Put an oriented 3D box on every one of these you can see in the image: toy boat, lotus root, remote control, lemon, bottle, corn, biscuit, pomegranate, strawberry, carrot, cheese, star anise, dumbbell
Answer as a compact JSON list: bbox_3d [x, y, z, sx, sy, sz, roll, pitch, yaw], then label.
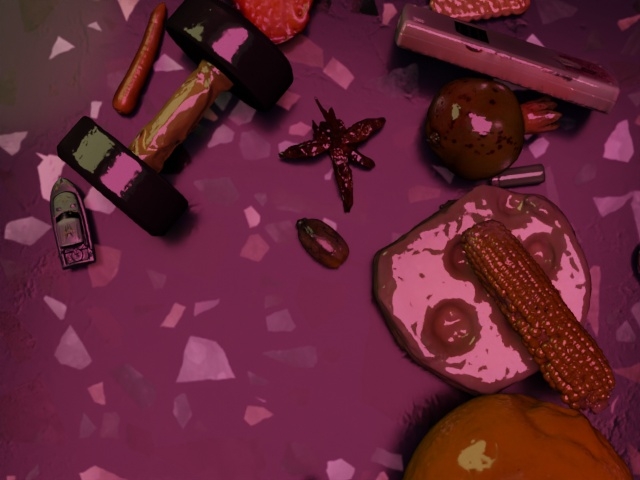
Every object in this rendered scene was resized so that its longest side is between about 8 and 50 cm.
[{"bbox_3d":[-0.381,-0.028,1.740,0.055,0.060,0.141,-13,82,0],"label":"toy boat"},{"bbox_3d":[0.000,0.000,1.744,0.099,0.049,0.054,42,88,9],"label":"lotus root"},{"bbox_3d":[0.280,-0.274,1.715,0.344,0.145,0.050,18,113,-2],"label":"remote control"},{"bbox_3d":[0.268,0.379,1.581,0.348,0.348,0.347,0,85,-1],"label":"lemon"},{"bbox_3d":[0.304,-0.099,1.765,0.083,0.030,0.030,-7,85,0],"label":"bottle"},{"bbox_3d":[0.308,0.108,1.606,0.097,0.097,0.319,-34,87,-3],"label":"corn"},{"bbox_3d":[0.234,-0.466,1.795,0.160,0.030,0.249,-9,85,-2],"label":"biscuit"},{"bbox_3d":[0.255,-0.174,1.708,0.205,0.159,0.159,-11,85,-5],"label":"pomegranate"},{"bbox_3d":[-0.085,-0.424,1.761,0.190,0.111,0.236,-9,109,-12],"label":"strawberry"},{"bbox_3d":[-0.275,-0.283,1.775,0.037,0.037,0.190,22,82,1],"label":"carrot"},{"bbox_3d":[0.238,0.068,1.707,0.327,0.115,0.317,18,86,0],"label":"cheese"},{"bbox_3d":[0.029,-0.146,1.714,0.141,0.144,0.158,30,85,-6],"label":"star anise"},{"bbox_3d":[-0.211,-0.185,1.681,0.204,0.204,0.322,40,85,3],"label":"dumbbell"}]

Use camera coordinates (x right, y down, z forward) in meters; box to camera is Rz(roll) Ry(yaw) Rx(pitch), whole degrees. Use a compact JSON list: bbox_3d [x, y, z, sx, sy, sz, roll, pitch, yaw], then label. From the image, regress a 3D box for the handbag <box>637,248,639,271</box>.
[{"bbox_3d":[0.642,0.066,1.744,0.316,0.109,0.241,13,84,14],"label":"handbag"}]
